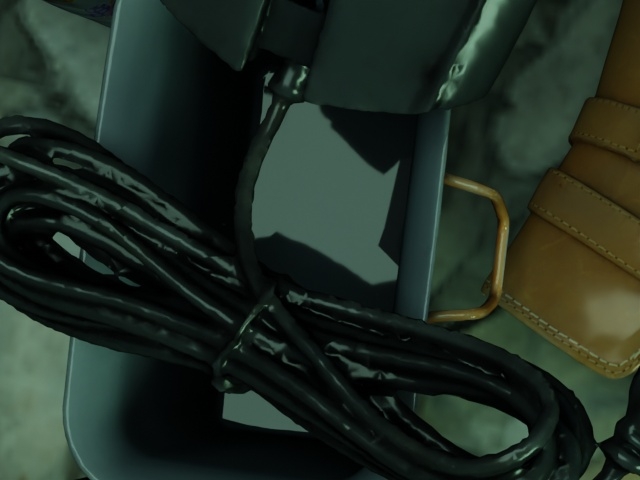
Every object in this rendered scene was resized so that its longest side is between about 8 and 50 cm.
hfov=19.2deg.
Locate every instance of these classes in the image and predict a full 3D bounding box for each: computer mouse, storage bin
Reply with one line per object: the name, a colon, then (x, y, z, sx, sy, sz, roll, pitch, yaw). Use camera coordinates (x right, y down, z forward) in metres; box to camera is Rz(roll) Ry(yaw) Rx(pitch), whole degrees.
computer mouse: (0.042, -0.068, 0.406, 0.184, 0.060, 0.262, 31, 91, 13)
storage bin: (0.000, 0.000, 0.485, 0.098, 0.091, 0.135, 6, 87, 12)

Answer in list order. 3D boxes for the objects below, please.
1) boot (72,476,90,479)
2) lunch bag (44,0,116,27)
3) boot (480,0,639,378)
boot: (-0.115, 0.200, 0.497, 0.263, 0.091, 0.229, -19, 89, 17)
lunch bag: (-0.082, -0.100, 0.521, 0.083, 0.071, 0.053, 31, 93, 13)
boot: (0.090, -0.045, 0.482, 0.197, 0.073, 0.152, 43, 99, 15)
